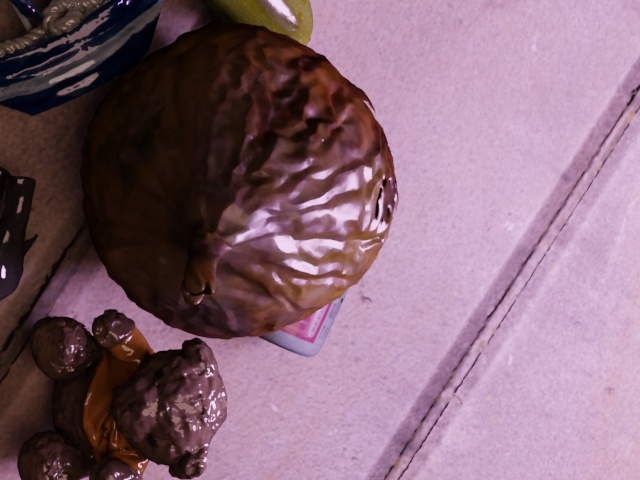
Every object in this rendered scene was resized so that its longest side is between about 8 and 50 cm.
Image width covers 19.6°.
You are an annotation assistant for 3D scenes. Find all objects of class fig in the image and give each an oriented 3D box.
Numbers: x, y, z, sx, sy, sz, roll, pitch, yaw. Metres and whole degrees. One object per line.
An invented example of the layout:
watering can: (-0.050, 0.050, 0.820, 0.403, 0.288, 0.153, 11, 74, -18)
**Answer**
fig: (-0.070, -0.024, 1.583, 0.286, 0.369, 0.286, -1, 109, -2)

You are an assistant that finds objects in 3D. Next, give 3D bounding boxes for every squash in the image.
squash: (-0.103, -0.284, 1.654, 0.094, 0.094, 0.341, -43, 131, -10)

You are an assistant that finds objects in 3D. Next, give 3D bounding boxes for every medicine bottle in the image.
medicine bottle: (0.000, 0.000, 1.803, 0.090, 0.090, 0.217, 24, 92, -29)

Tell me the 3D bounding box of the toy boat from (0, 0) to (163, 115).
toy boat: (-0.273, -0.238, 1.620, 0.291, 0.070, 0.210, 39, 80, -26)

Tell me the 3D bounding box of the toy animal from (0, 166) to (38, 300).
toy animal: (-0.353, -0.005, 1.612, 0.245, 0.114, 0.146, 14, 97, -28)

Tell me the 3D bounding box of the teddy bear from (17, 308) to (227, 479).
teddy bear: (-0.173, 0.153, 1.708, 0.140, 0.190, 0.177, 7, 86, -57)
